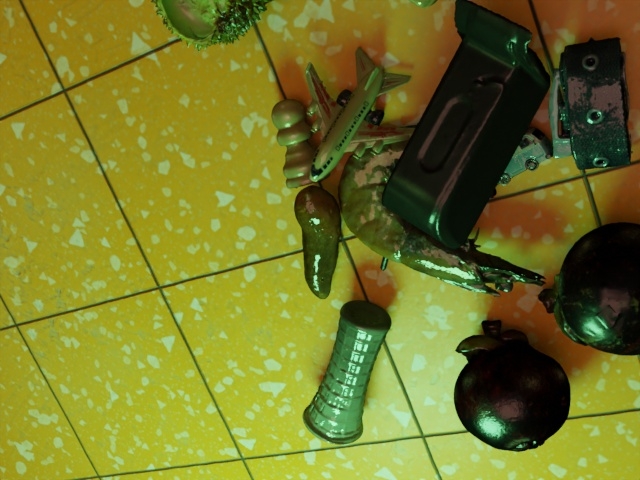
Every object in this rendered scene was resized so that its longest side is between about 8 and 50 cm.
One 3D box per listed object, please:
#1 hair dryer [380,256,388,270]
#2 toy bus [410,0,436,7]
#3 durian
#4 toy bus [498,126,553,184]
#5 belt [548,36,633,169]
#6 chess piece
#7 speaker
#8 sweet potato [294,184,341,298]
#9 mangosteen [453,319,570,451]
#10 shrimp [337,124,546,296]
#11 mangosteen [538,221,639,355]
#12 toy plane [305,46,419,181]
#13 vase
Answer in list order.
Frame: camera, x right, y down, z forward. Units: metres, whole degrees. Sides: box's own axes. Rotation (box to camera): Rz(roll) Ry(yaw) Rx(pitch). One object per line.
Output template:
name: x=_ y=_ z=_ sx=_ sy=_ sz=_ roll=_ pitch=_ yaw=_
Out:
hair dryer: x=0.134 y=0.026 z=1.584 sx=0.047 sy=0.026 sz=0.083 roll=20 pitch=126 yaw=15
toy bus: x=0.209 y=-0.563 z=1.201 sx=0.202 sy=0.177 sz=0.365 roll=36 pitch=124 yaw=-1
durian: x=-0.188 y=-0.469 z=1.398 sx=0.200 sy=0.176 sz=0.237 roll=35 pitch=116 yaw=15
toy bus: x=0.354 y=-0.155 z=1.390 sx=0.123 sy=0.060 sz=0.075 roll=-29 pitch=97 yaw=32
belt: x=0.447 y=-0.221 z=1.286 sx=0.128 sy=0.122 sz=0.218 roll=-2 pitch=113 yaw=25
chess piece: x=-0.044 y=-0.196 z=1.521 sx=0.094 sy=0.094 sz=0.170 roll=-9 pitch=103 yaw=25
speaker: x=0.228 y=-0.187 z=1.305 sx=0.180 sy=0.184 sz=0.388 roll=34 pitch=110 yaw=25
sweet potato: x=0.001 y=0.000 z=1.578 sx=0.097 sy=0.097 sz=0.292 roll=10 pitch=135 yaw=18
mangosteen: x=0.367 y=0.278 z=1.512 sx=0.228 sy=0.228 sz=0.265 roll=-31 pitch=59 yaw=30
shrimp: x=0.240 y=-0.049 z=1.469 sx=0.445 sy=0.085 sz=0.272 roll=31 pitch=111 yaw=14
mangosteen: x=0.504 y=0.084 z=1.372 sx=0.289 sy=0.231 sz=0.231 roll=2 pitch=119 yaw=60
toy plane: x=0.054 y=-0.223 z=1.445 sx=0.242 sy=0.104 sz=0.256 roll=32 pitch=105 yaw=7
vase: x=0.061 y=0.281 z=1.664 sx=0.143 sy=0.143 sz=0.299 roll=20 pitch=116 yaw=12
